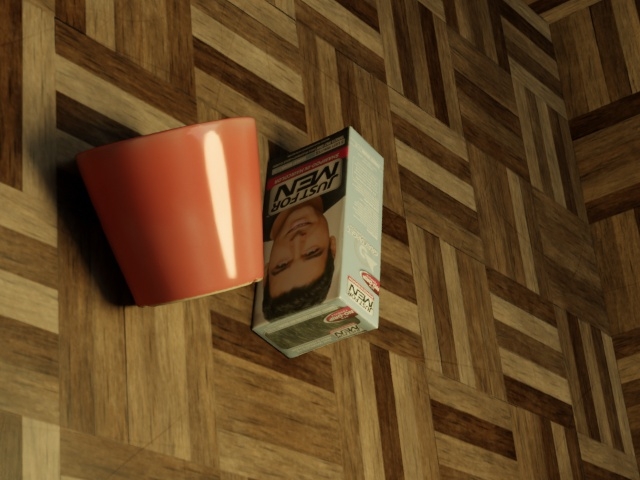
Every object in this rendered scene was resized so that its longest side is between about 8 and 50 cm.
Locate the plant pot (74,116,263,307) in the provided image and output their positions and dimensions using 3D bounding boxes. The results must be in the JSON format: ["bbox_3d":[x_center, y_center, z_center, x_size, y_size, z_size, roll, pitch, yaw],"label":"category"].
[{"bbox_3d":[-0.203,-0.039,2.029,0.275,0.275,0.243,-16,94,-60],"label":"plant pot"}]

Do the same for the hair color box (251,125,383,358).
[{"bbox_3d":[0.000,0.000,2.376,0.113,0.185,0.374,41,40,-39],"label":"hair color box"}]
